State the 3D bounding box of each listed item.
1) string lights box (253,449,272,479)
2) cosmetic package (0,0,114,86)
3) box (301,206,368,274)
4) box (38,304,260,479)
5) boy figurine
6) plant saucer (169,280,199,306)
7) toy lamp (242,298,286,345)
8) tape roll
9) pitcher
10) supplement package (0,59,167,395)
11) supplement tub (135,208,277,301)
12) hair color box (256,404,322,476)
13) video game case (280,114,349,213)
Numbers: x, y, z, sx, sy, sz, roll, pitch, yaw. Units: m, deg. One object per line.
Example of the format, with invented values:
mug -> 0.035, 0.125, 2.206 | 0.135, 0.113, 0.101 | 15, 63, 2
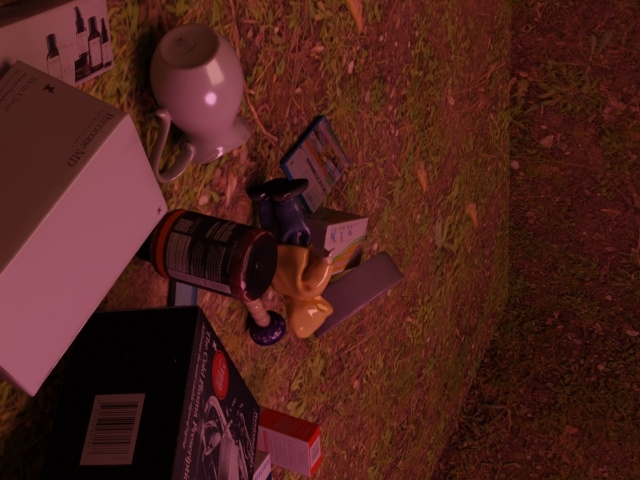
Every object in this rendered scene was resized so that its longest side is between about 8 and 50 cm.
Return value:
string lights box -> -0.156, 0.480, 1.626 | 0.077, 0.133, 0.260 | -49, 144, -49
cosmetic package -> -0.323, -0.202, 0.979 | 0.239, 0.060, 0.099 | -46, 141, -50
box -> 0.000, 0.000, 1.744 | 0.203, 0.114, 0.103 | -14, 115, -65
box -> -0.218, 0.314, 1.219 | 0.313, 0.178, 0.343 | 71, 19, -52
boy figurine -> -0.038, 0.037, 1.581 | 0.092, 0.177, 0.285 | -32, 113, -43
plant saucer -> -0.213, 0.058, 1.418 | 0.067, 0.018, 0.192 | -23, 122, -62
toy lamp -> -0.128, 0.091, 1.557 | 0.080, 0.080, 0.275 | -64, 156, -27
tape roll -> 0.063, 0.109, 1.834 | 0.219, 0.072, 0.219 | -35, 175, -4
pitcher -> -0.183, -0.183, 1.252 | 0.178, 0.125, 0.207 | -47, 158, -22
supplement package -> -0.305, -0.009, 0.933 | 0.262, 0.145, 0.204 | -58, 164, -22
supplement tub -> -0.166, 0.015, 1.274 | 0.106, 0.197, 0.106 | -42, 139, -51
hair color box -> -0.082, 0.370, 1.689 | 0.053, 0.167, 0.093 | -49, 144, -48
video game case -> -0.008, -0.146, 1.719 | 0.119, 0.015, 0.166 | 60, 44, -27
